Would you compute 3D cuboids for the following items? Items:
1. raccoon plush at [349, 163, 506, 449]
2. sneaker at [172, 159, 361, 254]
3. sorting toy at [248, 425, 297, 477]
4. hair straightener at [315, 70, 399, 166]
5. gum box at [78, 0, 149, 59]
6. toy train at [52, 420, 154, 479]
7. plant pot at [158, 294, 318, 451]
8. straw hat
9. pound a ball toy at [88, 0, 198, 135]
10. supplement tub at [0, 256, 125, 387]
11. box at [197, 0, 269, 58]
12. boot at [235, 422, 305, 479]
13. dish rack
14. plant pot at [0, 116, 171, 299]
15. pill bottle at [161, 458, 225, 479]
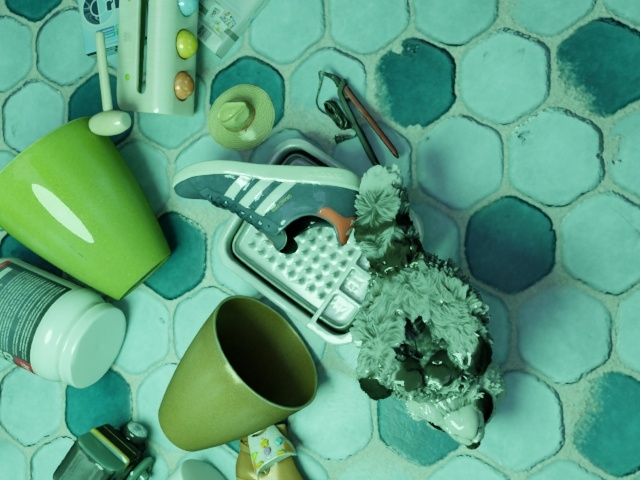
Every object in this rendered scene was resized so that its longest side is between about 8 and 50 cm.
[{"bbox_3d":[0.203,0.116,1.140,0.216,0.299,0.447,-6,68,23],"label":"raccoon plush"},{"bbox_3d":[-0.104,-0.054,1.195,0.349,0.131,0.148,3,82,15],"label":"sneaker"},{"bbox_3d":[-0.098,0.374,1.233,0.083,0.045,0.075,-30,52,-3],"label":"sorting toy"},{"bbox_3d":[0.051,-0.224,1.279,0.089,0.047,0.231,-36,78,10],"label":"hair straightener"},{"bbox_3d":[-0.429,-0.492,1.424,0.156,0.041,0.185,-12,84,14],"label":"gum box"},{"bbox_3d":[-0.460,0.494,1.294,0.142,0.190,0.334,38,96,14],"label":"toy train"},{"bbox_3d":[-0.174,0.271,1.232,0.254,0.237,0.237,-44,77,23],"label":"plant pot"},{"bbox_3d":[-0.167,-0.247,1.330,0.144,0.061,0.145,-1,86,15],"label":"straw hat"},{"bbox_3d":[-0.316,-0.354,1.277,0.135,0.208,0.320,7,99,22],"label":"pound a ball toy"},{"bbox_3d":[-0.548,0.161,1.337,0.272,0.191,0.191,21,92,15],"label":"supplement tub"},{"bbox_3d":[-0.196,-0.486,1.365,0.145,0.038,0.186,42,98,12],"label":"box"},{"bbox_3d":[-0.066,0.419,1.260,0.197,0.073,0.153,0,80,9],"label":"boot"},{"bbox_3d":[0.000,0.000,1.266,0.332,0.072,0.286,35,96,14],"label":"dish rack"},{"bbox_3d":[-0.439,-0.035,1.305,0.274,0.275,0.293,-41,94,9],"label":"plant pot"},{"bbox_3d":[-0.301,0.556,1.264,0.161,0.161,0.283,44,98,13],"label":"pill bottle"}]
